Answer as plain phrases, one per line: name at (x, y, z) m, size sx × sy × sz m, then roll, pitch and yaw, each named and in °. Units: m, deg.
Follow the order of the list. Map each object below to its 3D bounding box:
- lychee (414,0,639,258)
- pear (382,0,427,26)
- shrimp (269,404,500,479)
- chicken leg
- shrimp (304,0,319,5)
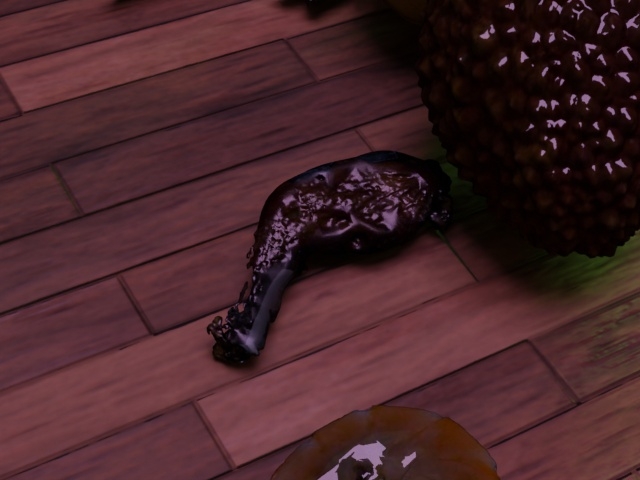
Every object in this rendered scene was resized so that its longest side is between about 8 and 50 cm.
lychee at (0.191, -0.114, 0.949) m, size 0.272 × 0.271 × 0.271 m, roll 5°, pitch 49°, yaw -5°
pear at (0.128, -0.291, 1.092) m, size 0.209 × 0.208 × 0.208 m, roll 5°, pitch 49°, yaw -5°
shrimp at (0.019, 0.210, 0.753) m, size 0.152 × 0.063 × 0.287 m, roll 20°, pitch 46°, yaw 11°
chicken leg at (0.000, 0.000, 0.944) m, size 0.106 × 0.051 × 0.253 m, roll 42°, pitch 58°, yaw 18°
shrimp at (0.017, -0.284, 1.179) m, size 0.082 × 0.076 × 0.174 m, roll 15°, pitch 44°, yaw 34°
